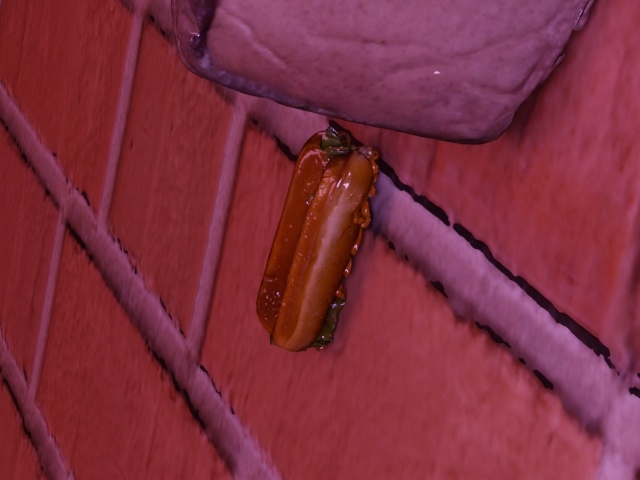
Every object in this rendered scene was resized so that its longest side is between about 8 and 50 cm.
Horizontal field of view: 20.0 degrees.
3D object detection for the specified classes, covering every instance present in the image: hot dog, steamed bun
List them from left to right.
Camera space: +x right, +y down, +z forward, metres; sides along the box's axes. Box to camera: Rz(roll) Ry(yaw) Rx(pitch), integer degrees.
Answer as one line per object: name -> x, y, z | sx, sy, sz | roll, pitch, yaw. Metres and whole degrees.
hot dog -> 0.000, 0.000, 1.298 | 0.072, 0.055, 0.188 | -121, 42, -50
steamed bun -> 0.039, -0.224, 1.042 | 0.199, 0.251, 0.301 | -104, 31, -60
